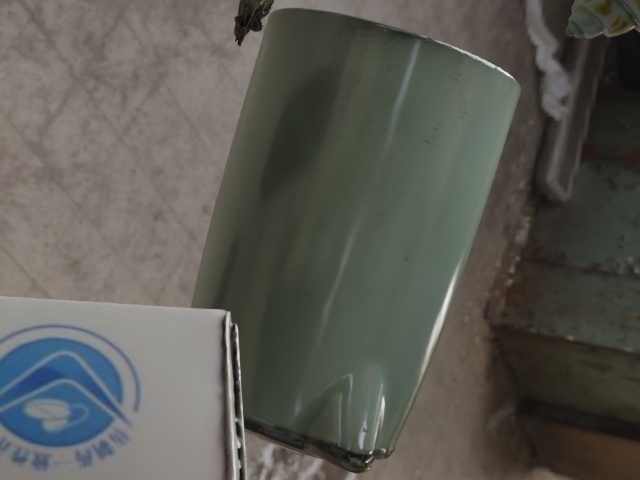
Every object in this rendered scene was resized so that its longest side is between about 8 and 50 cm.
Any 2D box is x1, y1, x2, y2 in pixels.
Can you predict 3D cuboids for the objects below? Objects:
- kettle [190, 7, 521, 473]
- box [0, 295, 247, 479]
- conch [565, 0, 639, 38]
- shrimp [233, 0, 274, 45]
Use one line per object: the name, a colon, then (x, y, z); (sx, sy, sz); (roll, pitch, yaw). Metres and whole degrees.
kettle: (0.000, 0.000, 0.742); (0.165, 0.240, 0.255); (15, 90, -29)
box: (-0.191, 0.101, 0.311); (0.065, 0.343, 0.200); (110, -21, -46)
conch: (0.471, -0.366, 1.438); (0.249, 0.368, 0.197); (-112, -166, -75)
shrimp: (-0.048, -0.367, 1.358); (0.198, 0.051, 0.262); (-81, -169, -50)
